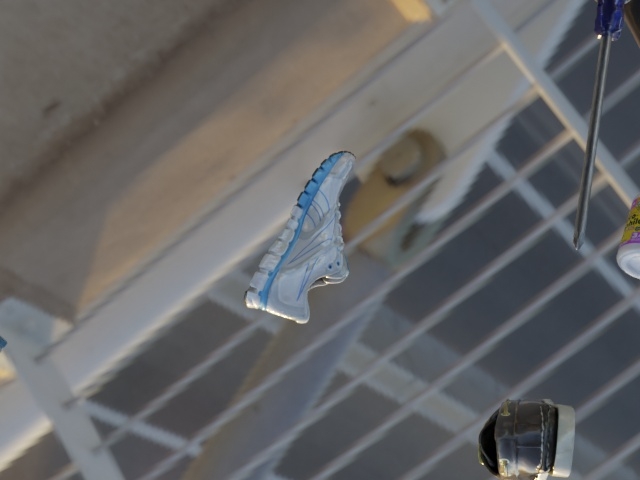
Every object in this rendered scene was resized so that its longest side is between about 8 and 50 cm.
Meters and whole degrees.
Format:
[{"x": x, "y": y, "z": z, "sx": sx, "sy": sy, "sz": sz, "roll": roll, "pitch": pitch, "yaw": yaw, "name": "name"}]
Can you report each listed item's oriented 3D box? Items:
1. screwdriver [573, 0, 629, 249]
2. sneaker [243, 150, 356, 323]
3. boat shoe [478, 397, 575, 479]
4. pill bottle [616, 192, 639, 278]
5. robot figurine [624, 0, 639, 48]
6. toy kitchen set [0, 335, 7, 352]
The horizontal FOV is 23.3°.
[{"x": 0.115, "y": -0.070, "z": 0.631, "sx": 0.024, "sy": 0.170, "sz": 0.025, "roll": 3, "pitch": 158, "yaw": 18, "name": "screwdriver"}, {"x": 0.000, "y": 0.000, "z": 1.572, "sx": 0.191, "sy": 0.083, "sz": 0.071, "roll": -62, "pitch": 175, "yaw": -13, "name": "sneaker"}, {"x": 0.176, "y": 0.177, "z": 1.387, "sx": 0.068, "sy": 0.081, "sz": 0.228, "roll": 5, "pitch": 169, "yaw": 0, "name": "boat shoe"}, {"x": 0.272, "y": -0.012, "z": 1.271, "sx": 0.043, "sy": 0.043, "sz": 0.083, "roll": 86, "pitch": 23, "yaw": -55, "name": "pill bottle"}, {"x": 0.445, "y": -0.280, "z": 1.588, "sx": 0.173, "sy": 0.209, "sz": 0.278, "roll": 42, "pitch": 129, "yaw": -18, "name": "robot figurine"}, {"x": -0.306, "y": 0.067, "z": 1.300, "sx": 0.166, "sy": 0.207, "sz": 0.122, "roll": 40, "pitch": 84, "yaw": -32, "name": "toy kitchen set"}]
